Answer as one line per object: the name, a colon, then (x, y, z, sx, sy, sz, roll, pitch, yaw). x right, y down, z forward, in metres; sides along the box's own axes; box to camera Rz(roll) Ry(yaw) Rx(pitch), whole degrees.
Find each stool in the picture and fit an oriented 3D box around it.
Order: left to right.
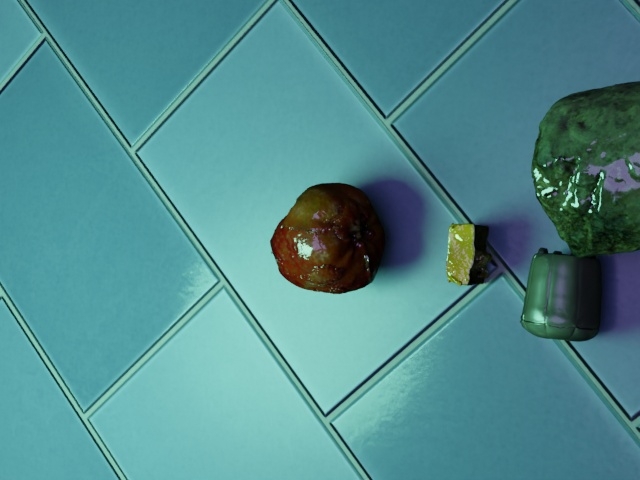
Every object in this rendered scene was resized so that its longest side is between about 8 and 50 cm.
stool: (0.293, 0.066, 1.391, 0.096, 0.096, 0.110, 6, 88, 27)

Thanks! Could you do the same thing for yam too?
yam: (0.397, -0.091, 1.282, 0.300, 0.195, 0.195, -9, 87, 25)

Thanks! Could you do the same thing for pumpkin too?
pumpkin: (0.189, 0.019, 1.451, 0.054, 0.074, 0.083, 8, 94, 21)

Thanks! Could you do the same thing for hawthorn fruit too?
hawthorn fruit: (0.000, 0.000, 1.515, 0.172, 0.148, 0.148, -12, 85, 45)
